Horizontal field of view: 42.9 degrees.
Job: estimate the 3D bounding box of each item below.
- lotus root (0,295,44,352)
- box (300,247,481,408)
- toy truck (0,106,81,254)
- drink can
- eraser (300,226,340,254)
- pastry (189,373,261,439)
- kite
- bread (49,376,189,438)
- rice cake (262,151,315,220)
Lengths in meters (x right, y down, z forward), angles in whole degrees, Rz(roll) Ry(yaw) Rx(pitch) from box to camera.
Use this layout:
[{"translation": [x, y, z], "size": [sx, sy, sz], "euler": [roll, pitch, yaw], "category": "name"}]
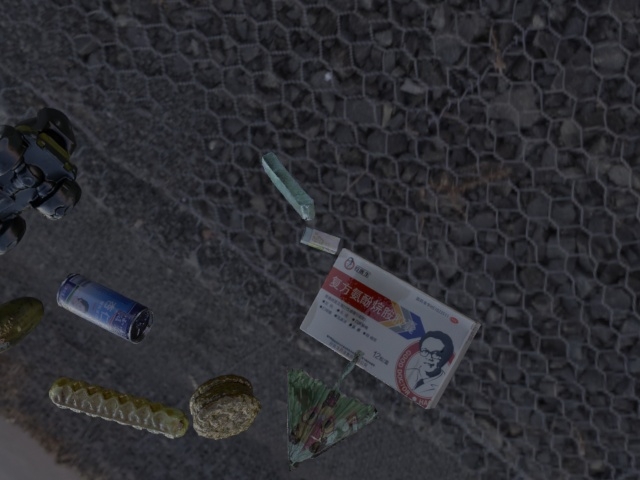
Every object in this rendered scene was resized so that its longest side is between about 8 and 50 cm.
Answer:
[{"translation": [-0.636, 0.173, 1.635], "size": [0.081, 0.179, 0.089], "euler": [3, 116, 37], "category": "lotus root"}, {"translation": [0.149, 0.189, 1.803], "size": [0.353, 0.069, 0.214], "euler": [30, 94, 24], "category": "box"}, {"translation": [-0.474, -0.099, 1.238], "size": [0.224, 0.165, 0.147], "euler": [-33, 128, 15], "category": "toy truck"}, {"translation": [-0.530, 0.165, 2.002], "size": [0.235, 0.097, 0.097], "euler": [22, 126, 19], "category": "drink can"}, {"translation": [0.000, 0.000, 1.823], "size": [0.083, 0.038, 0.019], "euler": [20, 153, -5], "category": "eraser"}, {"translation": [-0.258, 0.444, 2.177], "size": [0.189, 0.103, 0.188], "euler": [-14, 135, -14], "category": "pastry"}, {"translation": [0.010, 0.328, 1.574], "size": [0.323, 0.013, 0.267], "euler": [34, 85, -45], "category": "kite"}, {"translation": [-0.495, 0.408, 1.991], "size": [0.368, 0.077, 0.084], "euler": [13, 158, 12], "category": "bread"}, {"translation": [-0.063, -0.110, 1.639], "size": [0.034, 0.211, 0.043], "euler": [-23, 134, -15], "category": "rice cake"}]
